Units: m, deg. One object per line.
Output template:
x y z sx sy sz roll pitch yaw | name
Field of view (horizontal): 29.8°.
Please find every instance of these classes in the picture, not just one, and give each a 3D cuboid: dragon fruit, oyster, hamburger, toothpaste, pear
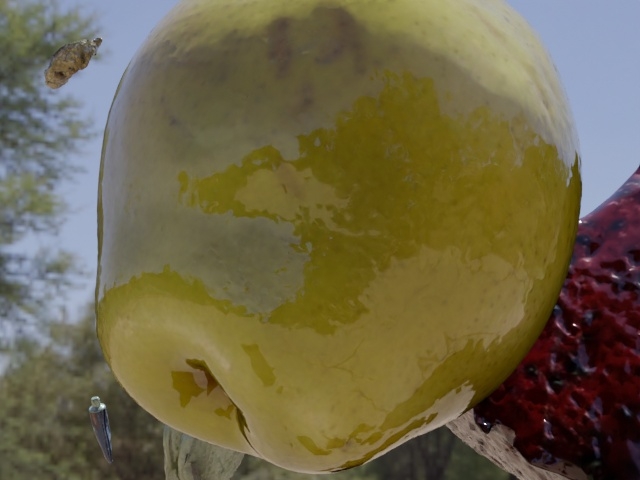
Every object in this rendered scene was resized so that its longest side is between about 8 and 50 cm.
0.287 0.103 1.051 0.286 0.329 0.228 32 -18 42 | dragon fruit
-0.329 -0.231 1.617 0.080 0.038 0.083 -27 -23 -33 | oyster
-0.131 0.231 1.412 0.062 0.140 0.133 13 30 32 | hamburger
-0.243 0.212 1.340 0.019 0.083 0.027 -15 22 -16 | toothpaste
0.012 -0.032 0.887 0.362 0.418 0.362 20 -34 14 | pear
